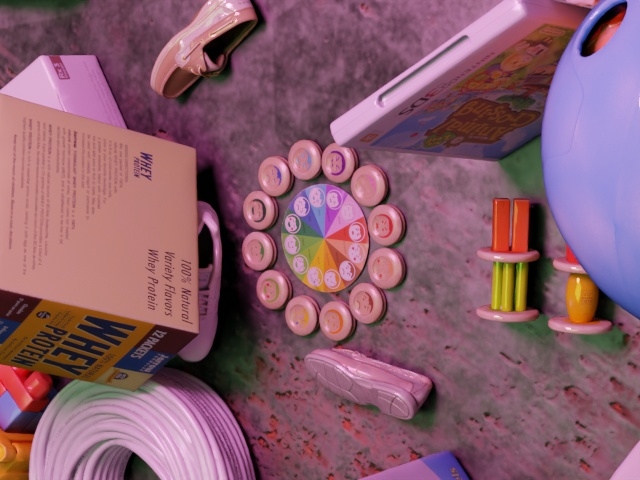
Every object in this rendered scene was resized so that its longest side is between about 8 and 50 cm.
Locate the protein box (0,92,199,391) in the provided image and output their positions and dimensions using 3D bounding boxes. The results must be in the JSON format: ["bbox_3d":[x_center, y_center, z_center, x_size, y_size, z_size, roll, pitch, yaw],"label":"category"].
[{"bbox_3d":[-0.229,0.006,1.673,0.136,0.201,0.199,-41,43,47],"label":"protein box"}]

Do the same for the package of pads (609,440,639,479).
[{"bbox_3d":[0.263,0.301,1.355,0.229,0.296,0.101,23,149,33],"label":"package of pads"}]

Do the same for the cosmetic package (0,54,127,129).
[{"bbox_3d":[-0.298,-0.079,1.843,0.231,0.085,0.117,-32,77,33],"label":"cosmetic package"}]

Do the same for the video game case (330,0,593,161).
[{"bbox_3d":[0.142,-0.119,1.426,0.193,0.212,0.023,-33,68,35],"label":"video game case"}]

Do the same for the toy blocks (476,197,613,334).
[{"bbox_3d":[0.185,-0.005,1.506,0.123,0.054,0.148,9,101,35],"label":"toy blocks"}]

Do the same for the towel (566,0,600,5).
[{"bbox_3d":[0.145,-0.355,1.404,0.332,0.053,0.317,24,76,33],"label":"towel"}]

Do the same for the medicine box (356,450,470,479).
[{"bbox_3d":[0.052,0.339,1.498,0.149,0.289,0.263,-44,70,32],"label":"medicine box"}]

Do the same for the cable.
[{"bbox_3d":[-0.170,0.247,1.782,0.257,0.089,0.257,-29,77,35],"label":"cable"}]

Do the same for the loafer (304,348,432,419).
[{"bbox_3d":[0.044,0.122,1.643,0.125,0.039,0.045,21,141,36],"label":"loafer"}]

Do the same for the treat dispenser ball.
[{"bbox_3d":[0.295,-0.066,1.270,0.288,0.288,0.288,5,98,36],"label":"treat dispenser ball"}]

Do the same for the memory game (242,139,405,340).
[{"bbox_3d":[0.000,0.000,1.671,0.186,0.012,0.186,5,98,36],"label":"memory game"}]

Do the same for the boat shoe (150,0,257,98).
[{"bbox_3d":[-0.108,-0.175,1.708,0.135,0.050,0.045,-49,62,30],"label":"boat shoe"}]

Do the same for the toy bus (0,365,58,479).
[{"bbox_3d":[-0.362,0.179,1.894,0.211,0.149,0.220,-50,63,15],"label":"toy bus"}]

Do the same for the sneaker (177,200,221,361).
[{"bbox_3d":[-0.119,0.042,1.726,0.061,0.054,0.152,-138,49,-74],"label":"sneaker"}]
